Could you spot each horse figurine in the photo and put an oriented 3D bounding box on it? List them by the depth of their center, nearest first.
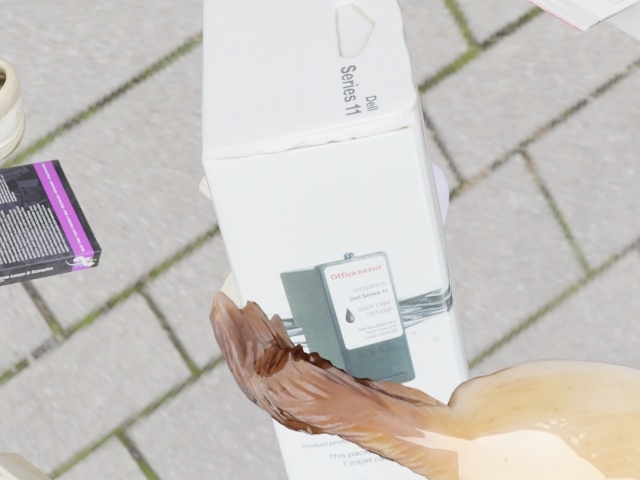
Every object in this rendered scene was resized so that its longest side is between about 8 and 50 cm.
[{"bbox_3d":[0.096,0.066,0.465,0.263,0.174,0.066,12,81,-5],"label":"horse figurine"}]

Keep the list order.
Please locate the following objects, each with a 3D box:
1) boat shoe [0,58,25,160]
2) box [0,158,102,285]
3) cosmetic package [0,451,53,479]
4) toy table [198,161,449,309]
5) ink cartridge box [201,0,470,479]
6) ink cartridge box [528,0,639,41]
[{"bbox_3d":[-0.396,-0.084,1.435,0.302,0.098,0.109,-18,70,-15],"label":"boat shoe"},{"bbox_3d":[-0.290,-0.011,1.520,0.162,0.116,0.029,-10,144,-28],"label":"box"},{"bbox_3d":[-0.247,0.232,1.491,0.115,0.060,0.041,33,96,21],"label":"cosmetic package"},{"bbox_3d":[0.000,0.000,1.815,0.274,0.161,0.252,-53,142,4],"label":"toy table"},{"bbox_3d":[0.011,0.000,0.743,0.087,0.153,0.208,-10,125,4],"label":"ink cartridge box"},{"bbox_3d":[0.168,-0.262,1.449,0.261,0.296,0.066,-32,147,-40],"label":"ink cartridge box"}]
